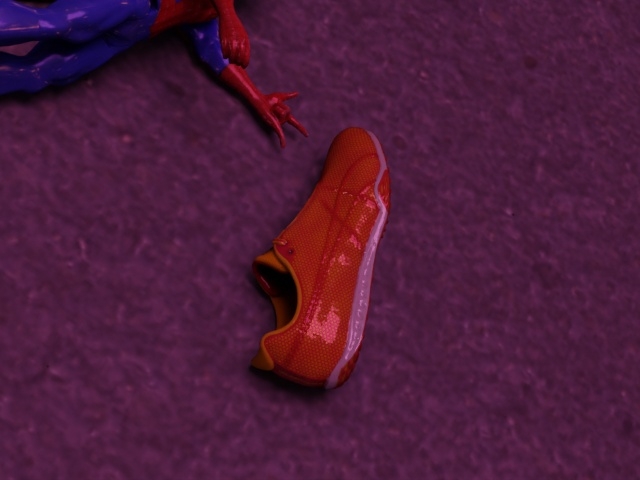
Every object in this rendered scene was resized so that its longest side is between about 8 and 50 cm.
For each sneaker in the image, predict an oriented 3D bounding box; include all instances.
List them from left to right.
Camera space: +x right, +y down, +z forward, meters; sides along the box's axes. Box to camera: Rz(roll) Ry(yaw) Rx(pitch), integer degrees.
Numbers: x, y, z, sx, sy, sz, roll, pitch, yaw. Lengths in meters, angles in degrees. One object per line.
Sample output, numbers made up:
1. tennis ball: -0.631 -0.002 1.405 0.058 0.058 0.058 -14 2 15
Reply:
1. sneaker: 0.000 0.000 0.968 0.067 0.064 0.175 17 52 -7

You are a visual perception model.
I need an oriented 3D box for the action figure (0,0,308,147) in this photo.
1. action figure: -0.096 -0.097 0.956 0.139 0.091 0.280 46 52 12
